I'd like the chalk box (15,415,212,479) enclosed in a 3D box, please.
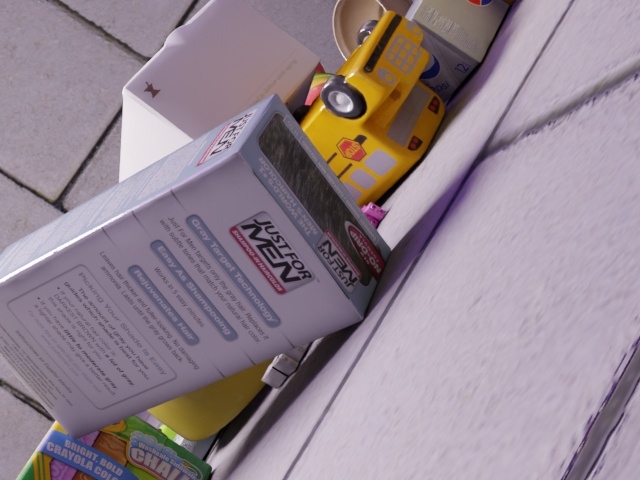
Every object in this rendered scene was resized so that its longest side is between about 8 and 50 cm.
[{"bbox_3d":[-0.246,0.292,1.245,0.180,0.179,0.289,-54,7,24],"label":"chalk box"}]

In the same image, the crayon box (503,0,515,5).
[{"bbox_3d":[0.170,-0.351,1.131,0.081,0.202,0.318,-58,6,-10],"label":"crayon box"}]

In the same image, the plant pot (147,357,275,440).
[{"bbox_3d":[-0.167,0.061,1.355,0.254,0.239,0.254,-47,13,15],"label":"plant pot"}]

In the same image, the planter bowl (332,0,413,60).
[{"bbox_3d":[0.116,-0.397,2.179,0.109,0.162,0.162,-29,-13,-36],"label":"planter bowl"}]

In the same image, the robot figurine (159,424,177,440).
[{"bbox_3d":[-0.220,0.300,1.544,0.115,0.067,0.101,-59,8,-15],"label":"robot figurine"}]

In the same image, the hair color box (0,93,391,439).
[{"bbox_3d":[-0.143,0.037,1.103,0.374,0.185,0.113,-25,22,32],"label":"hair color box"}]

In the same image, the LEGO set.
[{"bbox_3d":[-0.015,0.028,1.213,0.227,0.087,0.093,-61,7,-26],"label":"LEGO set"}]

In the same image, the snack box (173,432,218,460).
[{"bbox_3d":[-0.152,0.237,1.459,0.141,0.037,0.100,-59,5,-30],"label":"snack box"}]

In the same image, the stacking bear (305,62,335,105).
[{"bbox_3d":[0.017,-0.195,1.869,0.164,0.175,0.289,-55,13,-2],"label":"stacking bear"}]

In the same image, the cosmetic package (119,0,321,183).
[{"bbox_3d":[-0.141,-0.121,1.485,0.197,0.155,0.365,-50,-5,-23],"label":"cosmetic package"}]

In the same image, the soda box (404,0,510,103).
[{"bbox_3d":[0.171,-0.290,1.352,0.286,0.091,0.098,-61,6,-34],"label":"soda box"}]

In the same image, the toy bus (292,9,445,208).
[{"bbox_3d":[0.029,-0.109,1.318,0.333,0.130,0.108,-45,13,55],"label":"toy bus"}]
